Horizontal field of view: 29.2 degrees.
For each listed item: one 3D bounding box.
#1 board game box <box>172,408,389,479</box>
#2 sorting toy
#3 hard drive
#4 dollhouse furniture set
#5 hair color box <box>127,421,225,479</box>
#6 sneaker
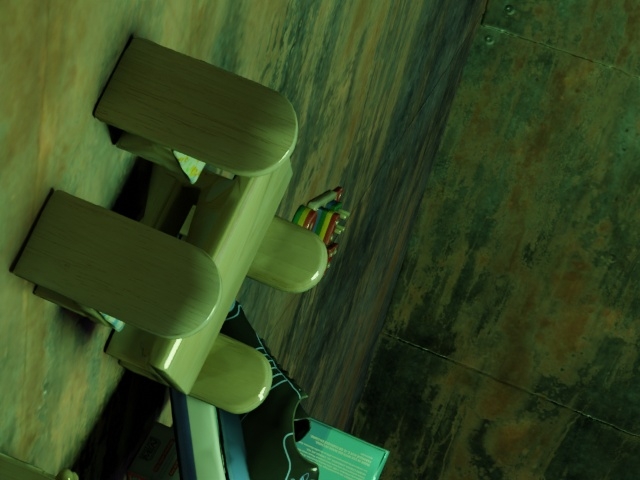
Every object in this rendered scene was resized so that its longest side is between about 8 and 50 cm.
[{"bbox_3d":[-0.098,0.361,1.494,0.079,0.254,0.336,60,54,-78],"label":"board game box"},{"bbox_3d":[0.000,0.000,1.836,0.274,0.046,0.132,-36,147,-73],"label":"sorting toy"},{"bbox_3d":[-0.119,0.251,1.234,0.210,0.040,0.318,94,-13,-51],"label":"hard drive"},{"bbox_3d":[-0.083,0.108,1.002,0.362,0.256,0.394,79,34,-73],"label":"dollhouse furniture set"},{"bbox_3d":[-0.139,0.268,1.390,0.043,0.141,0.072,99,16,-54],"label":"hair color box"},{"bbox_3d":[-0.061,0.152,1.228,0.081,0.090,0.232,95,-14,-53],"label":"sneaker"}]
